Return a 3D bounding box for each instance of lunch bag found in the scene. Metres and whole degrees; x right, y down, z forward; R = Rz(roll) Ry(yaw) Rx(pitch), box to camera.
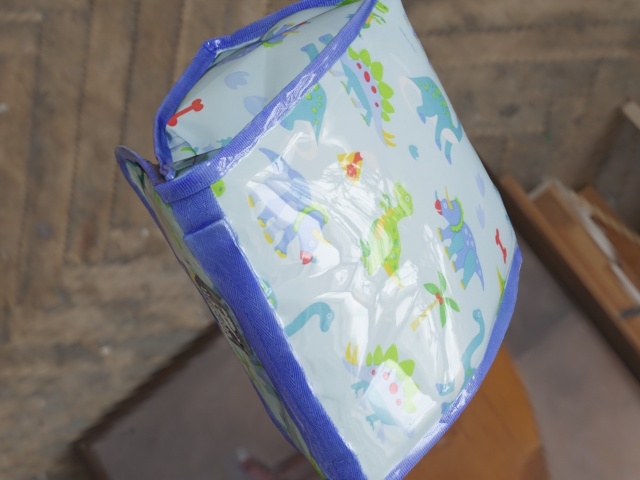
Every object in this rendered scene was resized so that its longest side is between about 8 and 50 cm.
[{"bbox_3d":[0.000,0.000,0.649,0.096,0.151,0.128,-22,111,21],"label":"lunch bag"}]
